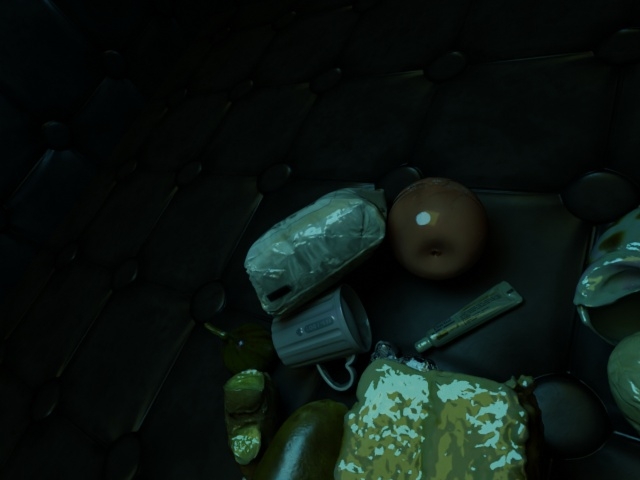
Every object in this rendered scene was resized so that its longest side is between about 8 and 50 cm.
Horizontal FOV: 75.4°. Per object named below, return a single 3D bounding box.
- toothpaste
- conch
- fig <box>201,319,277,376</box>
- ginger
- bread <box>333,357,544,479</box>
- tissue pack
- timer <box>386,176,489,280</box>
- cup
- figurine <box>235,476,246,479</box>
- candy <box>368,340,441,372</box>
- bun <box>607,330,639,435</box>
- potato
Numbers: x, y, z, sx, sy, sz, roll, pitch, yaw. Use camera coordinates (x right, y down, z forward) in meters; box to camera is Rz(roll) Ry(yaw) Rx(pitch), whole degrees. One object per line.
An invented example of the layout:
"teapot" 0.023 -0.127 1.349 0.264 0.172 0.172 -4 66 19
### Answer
"toothpaste" 0.323 0.177 0.921 0.256 0.037 0.067 -33 43 3
"conch" 0.633 0.048 0.723 0.368 0.249 0.197 -9 10 21
"fig" -0.191 0.270 1.066 0.142 0.186 0.148 -29 55 -11
"ginger" -0.153 0.431 0.942 0.123 0.219 0.269 -1 90 3
"bread" 0.184 0.401 0.623 0.280 0.390 0.370 1 61 26
"tissue pack" 0.000 0.000 1.049 0.390 0.195 0.375 -33 5 13
"timer" 0.268 -0.029 0.960 0.230 0.229 0.214 -12 33 24
"cup" 0.002 0.234 0.986 0.202 0.167 0.221 -24 41 19
"figurine" -0.214 0.638 0.867 0.164 0.120 0.262 -14 51 27
"candy" 0.206 0.288 0.909 0.226 0.051 0.093 10 76 37
"bun" 0.578 0.239 0.627 0.230 0.145 0.229 5 105 20
"potato" -0.033 0.500 0.823 0.196 0.176 0.369 1 54 28
